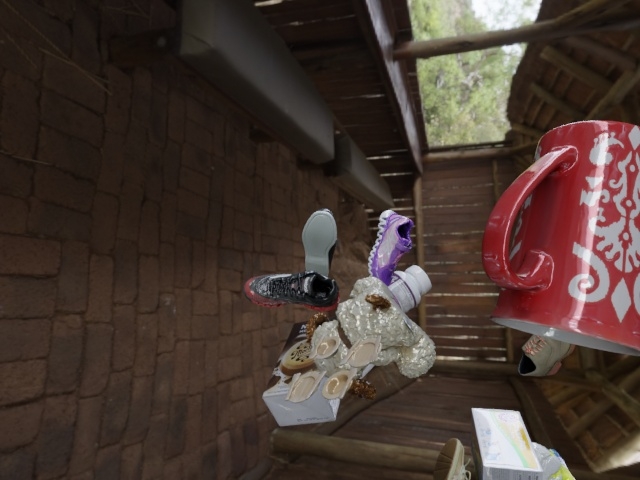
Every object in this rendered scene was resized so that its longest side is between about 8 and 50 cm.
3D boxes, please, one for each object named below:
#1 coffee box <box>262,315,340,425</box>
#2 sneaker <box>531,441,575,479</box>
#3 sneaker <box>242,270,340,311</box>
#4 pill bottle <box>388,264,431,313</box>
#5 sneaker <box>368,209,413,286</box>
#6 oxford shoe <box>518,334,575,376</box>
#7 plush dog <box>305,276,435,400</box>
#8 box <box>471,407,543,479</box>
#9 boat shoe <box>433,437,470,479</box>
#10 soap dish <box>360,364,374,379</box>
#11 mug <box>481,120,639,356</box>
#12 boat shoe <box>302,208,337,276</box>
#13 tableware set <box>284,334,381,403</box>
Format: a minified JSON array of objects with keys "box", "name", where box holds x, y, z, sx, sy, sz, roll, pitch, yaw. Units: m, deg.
[{"box":[-0.023,0.355,1.214,0.118,0.168,0.297,66,23,-21],"name":"coffee box"},{"box":[0.663,0.657,1.276,0.240,0.091,0.126,49,13,-11],"name":"sneaker"},{"box":[-0.074,0.131,1.186,0.135,0.276,0.097,111,-16,-65],"name":"sneaker"},{"box":[0.295,0.228,1.756,0.169,0.302,0.169,53,-16,22],"name":"pill bottle"},{"box":[0.216,0.027,1.282,0.095,0.105,0.236,17,83,-46],"name":"sneaker"},{"box":[0.811,0.385,1.562,0.123,0.130,0.348,-113,-165,-53],"name":"oxford shoe"},{"box":[0.082,0.213,0.936,0.262,0.225,0.211,52,10,31],"name":"plush dog"},{"box":[0.374,0.449,0.887,0.203,0.103,0.114,-34,123,-74],"name":"box"},{"box":[0.423,0.796,1.400,0.104,0.089,0.285,124,-11,-68],"name":"boat shoe"},{"box":[0.118,0.371,1.562,0.229,0.291,0.118,22,28,-29],"name":"soap dish"},{"box":[0.208,-0.007,0.346,0.150,0.113,0.169,29,74,-53],"name":"mug"},{"box":[0.000,0.000,1.429,0.302,0.114,0.091,102,5,-45],"name":"boat shoe"},{"box":[0.020,0.210,0.715,0.020,0.169,0.141,56,46,-18],"name":"tableware set"}]
